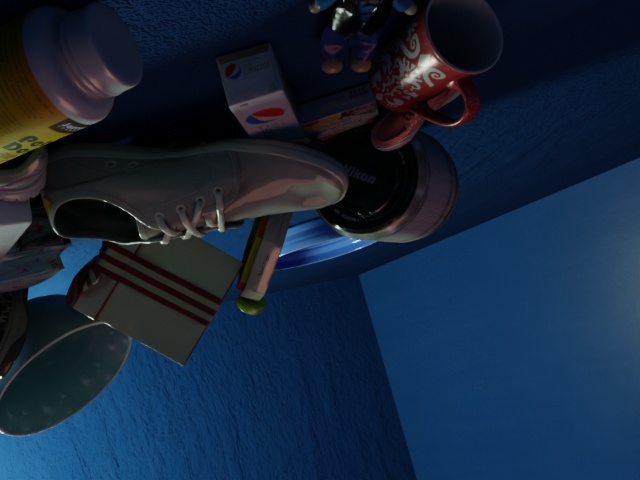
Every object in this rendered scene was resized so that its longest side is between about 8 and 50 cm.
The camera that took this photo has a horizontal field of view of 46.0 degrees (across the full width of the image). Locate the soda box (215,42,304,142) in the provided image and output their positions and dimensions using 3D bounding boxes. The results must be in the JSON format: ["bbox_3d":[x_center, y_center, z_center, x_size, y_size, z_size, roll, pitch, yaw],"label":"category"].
[{"bbox_3d":[-0.076,-0.189,1.020,0.074,0.069,0.216,-16,172,4],"label":"soda box"}]

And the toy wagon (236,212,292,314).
[{"bbox_3d":[-0.095,-0.031,1.468,0.068,0.267,0.344,18,-152,-9],"label":"toy wagon"}]

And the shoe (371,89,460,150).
[{"bbox_3d":[0.143,-0.214,1.184,0.178,0.063,0.081,-38,161,13],"label":"shoe"}]

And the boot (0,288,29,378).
[{"bbox_3d":[-0.678,0.083,1.333,0.284,0.377,0.138,26,104,-32],"label":"boot"}]

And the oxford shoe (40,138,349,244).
[{"bbox_3d":[-0.184,-0.058,1.085,0.449,0.130,0.169,-1,148,-2],"label":"oxford shoe"}]

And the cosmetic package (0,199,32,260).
[{"bbox_3d":[-0.489,-0.040,1.077,0.085,0.117,0.231,-8,169,-35],"label":"cosmetic package"}]

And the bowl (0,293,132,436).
[{"bbox_3d":[-0.562,0.230,1.543,0.311,0.163,0.311,-39,157,-20],"label":"bowl"}]

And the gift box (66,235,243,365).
[{"bbox_3d":[-0.306,0.063,1.413,0.258,0.255,0.276,30,168,-6],"label":"gift box"}]

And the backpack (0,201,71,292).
[{"bbox_3d":[-0.532,0.014,1.268,0.188,0.144,0.166,-2,170,-37],"label":"backpack"}]

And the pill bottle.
[{"bbox_3d":[-0.286,-0.151,0.735,0.215,0.117,0.117,-18,171,18],"label":"pill bottle"}]

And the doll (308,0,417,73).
[{"bbox_3d":[0.049,-0.260,0.867,0.129,0.046,0.189,-5,163,-9],"label":"doll"}]

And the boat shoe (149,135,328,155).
[{"bbox_3d":[-0.149,-0.122,1.202,0.335,0.095,0.112,3,155,-6],"label":"boat shoe"}]

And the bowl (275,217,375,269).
[{"bbox_3d":[0.000,0.000,2.284,0.391,0.077,0.391,-16,171,-3],"label":"bowl"}]

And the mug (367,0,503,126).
[{"bbox_3d":[0.136,-0.221,0.974,0.113,0.150,0.169,15,164,-22],"label":"mug"}]

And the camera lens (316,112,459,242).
[{"bbox_3d":[0.122,-0.107,1.376,0.219,0.219,0.274,-20,170,24],"label":"camera lens"}]

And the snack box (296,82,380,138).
[{"bbox_3d":[0.021,-0.201,1.207,0.141,0.037,0.100,-16,172,6],"label":"snack box"}]

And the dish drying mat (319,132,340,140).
[{"bbox_3d":[0.017,-0.192,1.277,0.083,0.032,0.008,-20,179,25],"label":"dish drying mat"}]

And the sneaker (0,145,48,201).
[{"bbox_3d":[-0.444,-0.097,0.902,0.252,0.103,0.111,-16,169,-40],"label":"sneaker"}]
